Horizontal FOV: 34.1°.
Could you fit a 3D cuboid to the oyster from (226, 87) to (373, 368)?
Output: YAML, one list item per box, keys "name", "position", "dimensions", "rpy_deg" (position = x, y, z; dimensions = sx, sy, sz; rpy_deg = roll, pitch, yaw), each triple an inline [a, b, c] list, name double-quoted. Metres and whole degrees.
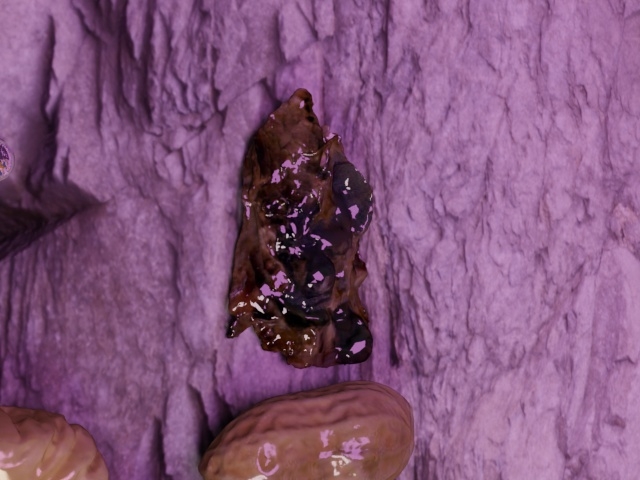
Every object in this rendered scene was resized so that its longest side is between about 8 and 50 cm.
- name: "oyster"
  position: [0.003, -0.011, 1.361]
  dimensions: [0.221, 0.096, 0.361]
  rpy_deg: [11, 84, -42]

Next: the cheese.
- name: "cheese"
  position: [-0.331, 0.289, 1.096]
  dimensions: [0.214, 0.117, 0.225]
  rpy_deg: [19, 82, -38]

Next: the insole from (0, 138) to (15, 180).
- name: "insole"
  position: [-0.419, -0.073, 1.108]
  dimensions: [0.197, 0.004, 0.065]
  rpy_deg: [-13, 95, -35]

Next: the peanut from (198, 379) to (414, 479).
- name: "peanut"
  position: [-0.005, 0.259, 1.310]
  dimensions: [0.313, 0.152, 0.152]
  rpy_deg: [-2, 89, -34]
